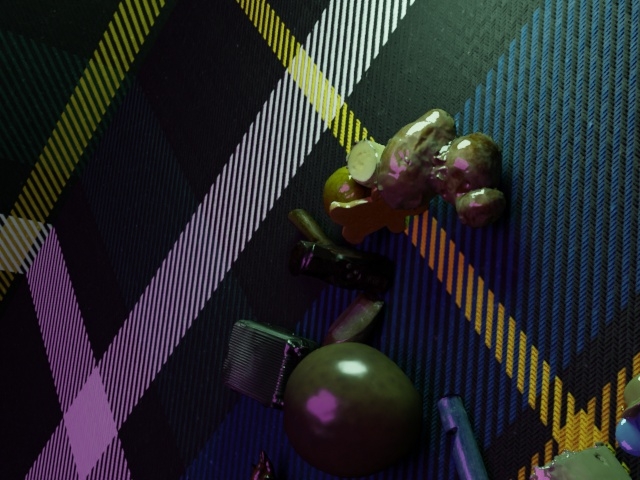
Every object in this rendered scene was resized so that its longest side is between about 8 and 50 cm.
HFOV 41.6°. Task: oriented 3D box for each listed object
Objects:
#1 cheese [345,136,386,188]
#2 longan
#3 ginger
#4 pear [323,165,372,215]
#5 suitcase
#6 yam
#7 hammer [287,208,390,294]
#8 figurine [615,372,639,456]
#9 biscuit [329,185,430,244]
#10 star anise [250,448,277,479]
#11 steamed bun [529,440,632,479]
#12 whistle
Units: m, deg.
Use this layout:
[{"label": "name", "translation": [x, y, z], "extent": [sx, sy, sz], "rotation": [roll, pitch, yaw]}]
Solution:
[{"label": "cheese", "translation": [0.152, -0.170, 2.027], "extent": [0.094, 0.167, 0.123], "rotation": [-46, 50, 28]}, {"label": "longan", "translation": [0.067, 0.377, 1.881], "extent": [0.319, 0.319, 0.318], "rotation": [-17, 67, 45]}, {"label": "ginger", "translation": [0.282, -0.152, 1.850], "extent": [0.304, 0.155, 0.244], "rotation": [21, 80, 30]}, {"label": "pear", "translation": [0.080, -0.112, 2.103], "extent": [0.162, 0.149, 0.148], "rotation": [123, 144, -62]}, {"label": "suitcase", "translation": [-0.129, 0.329, 2.232], "extent": [0.312, 0.128, 0.202], "rotation": [13, 89, 50]}, {"label": "yam", "translation": [0.062, 0.248, 2.062], "extent": [0.106, 0.106, 0.259], "rotation": [36, 108, 48]}, {"label": "hammer", "translation": [0.000, 0.000, 2.145], "extent": [0.095, 0.243, 0.409], "rotation": [-69, 26, 17]}, {"label": "figurine", "translation": [0.600, 0.329, 1.385], "extent": [0.180, 0.154, 0.262], "rotation": [-37, 49, 22]}, {"label": "biscuit", "translation": [0.147, -0.074, 2.015], "extent": [0.240, 0.158, 0.035], "rotation": [-19, 44, 11]}, {"label": "star anise", "translation": [-0.133, 0.678, 2.174], "extent": [0.272, 0.103, 0.271], "rotation": [-173, 90, -77]}, {"label": "steamed bun", "translation": [0.438, 0.463, 1.470], "extent": [0.170, 0.226, 0.200], "rotation": [-49, 49, 28]}, {"label": "whistle", "translation": [0.310, 0.468, 1.743], "extent": [0.062, 0.062, 0.304], "rotation": [-39, 53, 35]}]
